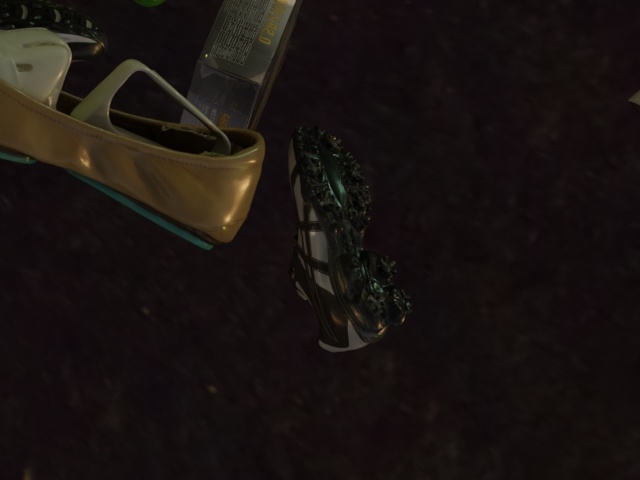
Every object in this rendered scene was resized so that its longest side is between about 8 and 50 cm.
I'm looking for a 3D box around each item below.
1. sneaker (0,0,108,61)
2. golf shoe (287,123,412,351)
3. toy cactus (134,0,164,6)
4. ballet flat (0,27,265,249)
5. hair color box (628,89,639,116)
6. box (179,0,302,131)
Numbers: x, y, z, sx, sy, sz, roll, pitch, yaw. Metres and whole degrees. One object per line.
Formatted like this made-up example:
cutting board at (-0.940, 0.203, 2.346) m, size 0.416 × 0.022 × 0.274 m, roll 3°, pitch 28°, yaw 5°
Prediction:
sneaker at (-0.332, -0.162, 1.720) m, size 0.271 × 0.100 × 0.108 m, roll -9°, pitch 113°, yaw -5°
golf shoe at (0.000, 0.000, 1.534) m, size 0.077 × 0.094 × 0.198 m, roll 4°, pitch 60°, yaw -43°
toy cactus at (-0.152, -0.254, 1.185) m, size 0.180 × 0.112 × 0.219 m, roll 13°, pitch 70°, yaw -42°
ballet flat at (-0.127, -0.068, 0.922) m, size 0.232 × 0.080 × 0.073 m, roll 23°, pitch 103°, yaw -35°
hair color box at (0.250, -0.104, 1.037) m, size 0.141 × 0.072 × 0.043 m, roll -40°, pitch 109°, yaw 0°
box at (-0.060, -0.160, 1.536) m, size 0.056 × 0.183 × 0.231 m, roll 20°, pitch 51°, yaw -2°
